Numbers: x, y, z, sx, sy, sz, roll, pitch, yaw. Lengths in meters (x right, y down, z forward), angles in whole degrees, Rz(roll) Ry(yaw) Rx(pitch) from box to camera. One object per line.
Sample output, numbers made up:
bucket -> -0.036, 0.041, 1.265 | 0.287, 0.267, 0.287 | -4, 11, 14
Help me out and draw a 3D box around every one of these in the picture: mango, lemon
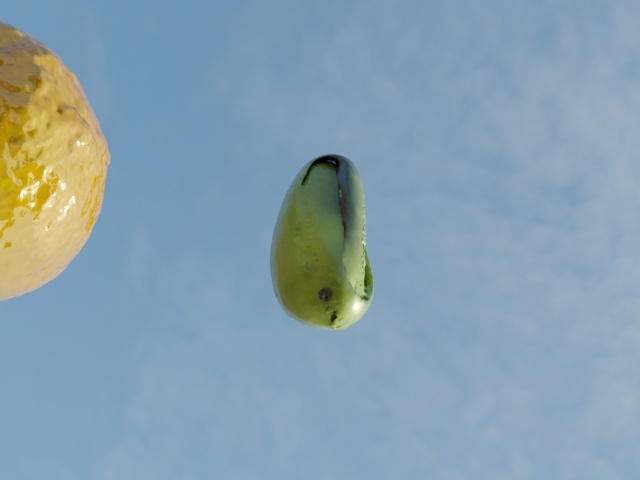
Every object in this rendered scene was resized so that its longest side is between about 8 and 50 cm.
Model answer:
mango -> 0.000, 0.000, 1.001 | 0.074, 0.165, 0.091 | -8, -49, 8
lemon -> -0.175, -0.036, 0.661 | 0.142, 0.142, 0.187 | 48, -15, 17
